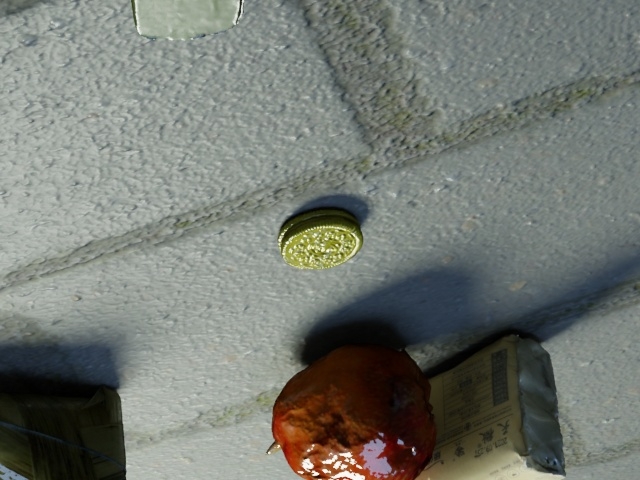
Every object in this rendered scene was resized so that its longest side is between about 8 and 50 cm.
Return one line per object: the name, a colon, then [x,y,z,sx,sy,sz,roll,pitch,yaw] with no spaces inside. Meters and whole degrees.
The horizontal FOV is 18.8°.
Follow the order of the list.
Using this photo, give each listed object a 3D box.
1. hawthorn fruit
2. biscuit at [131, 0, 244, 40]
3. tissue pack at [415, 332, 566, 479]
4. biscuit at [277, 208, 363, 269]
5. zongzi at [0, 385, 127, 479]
hawthorn fruit: [0.038,0.192,2.080,0.179,0.173,0.173,13,147,5]
biscuit: [-0.098,-0.260,1.442,0.099,0.038,0.322,-5,148,-6]
tissue pack: [0.161,0.222,2.155,0.222,0.186,0.090,-30,132,27]
biscuit: [0.000,0.000,1.897,0.084,0.023,0.084,-9,148,-6]
zongzi: [-0.298,0.271,2.012,0.221,0.242,0.112,7,149,-33]
